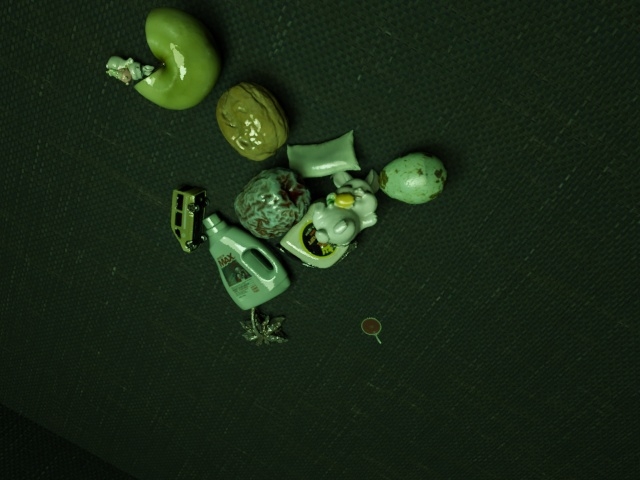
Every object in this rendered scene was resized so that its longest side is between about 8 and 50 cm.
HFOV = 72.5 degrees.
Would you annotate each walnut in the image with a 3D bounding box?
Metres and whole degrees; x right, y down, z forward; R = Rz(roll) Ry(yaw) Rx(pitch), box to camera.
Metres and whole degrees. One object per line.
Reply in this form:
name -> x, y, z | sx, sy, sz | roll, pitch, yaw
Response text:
walnut -> -0.228, -0.394, 1.443 | 0.257, 0.257, 0.224 | 43, 148, -8

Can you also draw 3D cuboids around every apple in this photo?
apple -> -0.436, -0.560, 1.391 | 0.233, 0.258, 0.295 | 31, 120, -4

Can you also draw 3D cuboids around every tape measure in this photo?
tape measure -> 0.000, 0.000, 1.620 | 0.231, 0.133, 0.271 | 43, 115, 0

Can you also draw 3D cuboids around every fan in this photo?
fan -> 0.220, 0.374, 1.804 | 0.085, 0.005, 0.133 | -22, 107, 20

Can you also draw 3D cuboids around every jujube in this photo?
jujube -> -0.167, -0.125, 1.511 | 0.226, 0.226, 0.317 | 54, 145, -13

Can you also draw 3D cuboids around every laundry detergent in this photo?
laundry detergent -> -0.313, 0.062, 1.721 | 0.264, 0.125, 0.398 | -26, 104, 24

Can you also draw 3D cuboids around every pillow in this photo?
pillow -> 0.007, -0.290, 1.506 | 0.254, 0.078, 0.144 | -9, 75, 17

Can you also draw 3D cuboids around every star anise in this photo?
star anise -> -0.248, 0.373, 1.855 | 0.209, 0.089, 0.231 | -36, 120, 19

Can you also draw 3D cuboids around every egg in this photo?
egg -> 0.300, -0.204, 1.438 | 0.231, 0.169, 0.169 | -2, 114, 28

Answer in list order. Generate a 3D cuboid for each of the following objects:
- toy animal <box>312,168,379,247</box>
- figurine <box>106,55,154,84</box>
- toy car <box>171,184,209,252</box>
toy animal -> 0.090, -0.116, 1.457 | 0.208, 0.325, 0.154 | 6, 136, 8
figurine -> -0.664, -0.582, 1.529 | 0.146, 0.081, 0.098 | 20, 80, 3
toy car -> -0.517, -0.084, 1.710 | 0.124, 0.101, 0.257 | 17, 115, 11
